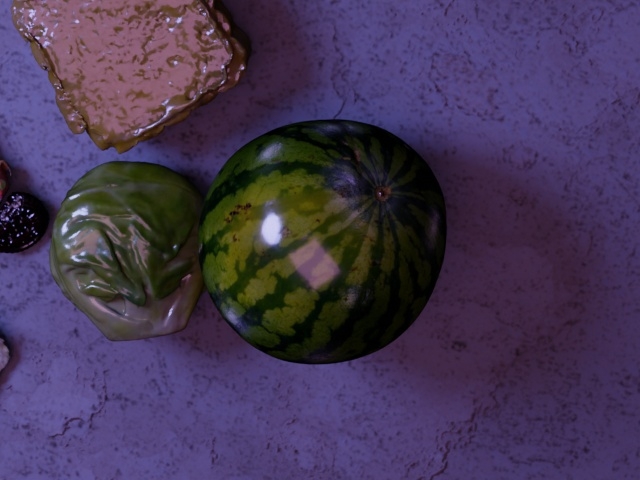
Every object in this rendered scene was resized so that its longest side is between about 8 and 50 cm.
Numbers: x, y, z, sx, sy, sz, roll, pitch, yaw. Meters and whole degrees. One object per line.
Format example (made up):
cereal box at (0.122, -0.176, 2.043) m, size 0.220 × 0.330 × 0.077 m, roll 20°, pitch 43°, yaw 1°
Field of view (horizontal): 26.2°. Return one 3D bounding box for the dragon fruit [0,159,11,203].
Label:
dragon fruit at (-0.410, -0.070, 1.695) m, size 0.056 × 0.060 × 0.083 m, roll 31°, pitch 129°, yaw -15°

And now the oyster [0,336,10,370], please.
oyster at (-0.512, 0.126, 1.738) m, size 0.232 × 0.107 × 0.161 m, roll 28°, pitch 99°, yaw -25°

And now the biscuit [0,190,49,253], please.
biscuit at (-0.379, -0.021, 1.702) m, size 0.087 × 0.027 × 0.089 m, roll -14°, pitch 137°, yaw -17°

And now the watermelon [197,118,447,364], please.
watermelon at (0.000, 0.000, 1.586) m, size 0.285 × 0.285 × 0.285 m, roll 0°, pitch 105°, yaw 1°

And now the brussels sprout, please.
brussels sprout at (-0.224, 0.009, 1.664) m, size 0.223 × 0.161 × 0.223 m, roll -5°, pitch 105°, yaw -21°

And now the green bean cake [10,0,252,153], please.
green bean cake at (-0.220, -0.244, 1.606) m, size 0.224 × 0.131 × 0.230 m, roll -28°, pitch 105°, yaw 11°
